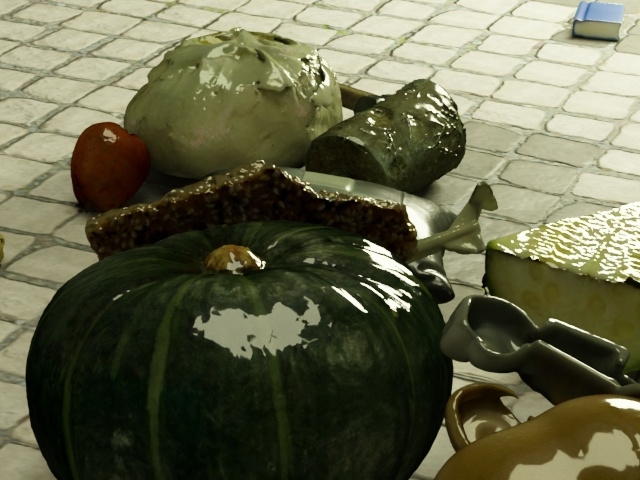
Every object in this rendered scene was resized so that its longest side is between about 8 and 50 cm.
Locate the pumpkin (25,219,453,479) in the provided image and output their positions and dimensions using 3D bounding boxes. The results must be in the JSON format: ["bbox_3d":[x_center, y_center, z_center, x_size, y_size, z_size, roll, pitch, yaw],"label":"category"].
[{"bbox_3d":[-0.052,0.102,1.249,0.300,0.207,0.300,-8,13,2],"label":"pumpkin"}]

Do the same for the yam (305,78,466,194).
[{"bbox_3d":[0.072,-0.093,1.814,0.107,0.107,0.183,20,32,34],"label":"yam"}]

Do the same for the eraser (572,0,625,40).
[{"bbox_3d":[0.368,-0.290,2.365,0.063,0.027,0.084,6,25,11],"label":"eraser"}]

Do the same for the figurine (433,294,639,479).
[{"bbox_3d":[0.196,0.170,1.129,0.285,0.167,0.342,-8,31,-30],"label":"figurine"}]

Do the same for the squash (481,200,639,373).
[{"bbox_3d":[0.264,0.016,1.572,0.203,0.111,0.288,14,29,12],"label":"squash"}]

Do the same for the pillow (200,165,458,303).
[{"bbox_3d":[0.000,0.000,1.594,0.250,0.106,0.186,8,25,4],"label":"pillow"}]

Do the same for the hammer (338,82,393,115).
[{"bbox_3d":[-0.011,-0.177,2.063,0.111,0.043,0.365,-1,17,-40],"label":"hammer"}]

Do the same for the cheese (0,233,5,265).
[{"bbox_3d":[-0.372,0.011,1.625,0.162,0.036,0.086,3,23,1],"label":"cheese"}]

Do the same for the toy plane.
[{"bbox_3d":[0.013,0.030,1.468,0.286,0.092,0.108,-18,65,7],"label":"toy plane"}]

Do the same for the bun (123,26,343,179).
[{"bbox_3d":[-0.090,-0.147,1.849,0.239,0.141,0.239,-9,20,3],"label":"bun"}]

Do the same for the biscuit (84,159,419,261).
[{"bbox_3d":[-0.050,0.001,1.376,0.237,0.131,0.026,-18,38,7],"label":"biscuit"}]

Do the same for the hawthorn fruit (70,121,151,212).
[{"bbox_3d":[-0.213,-0.068,1.763,0.081,0.093,0.081,29,-11,6],"label":"hawthorn fruit"}]
